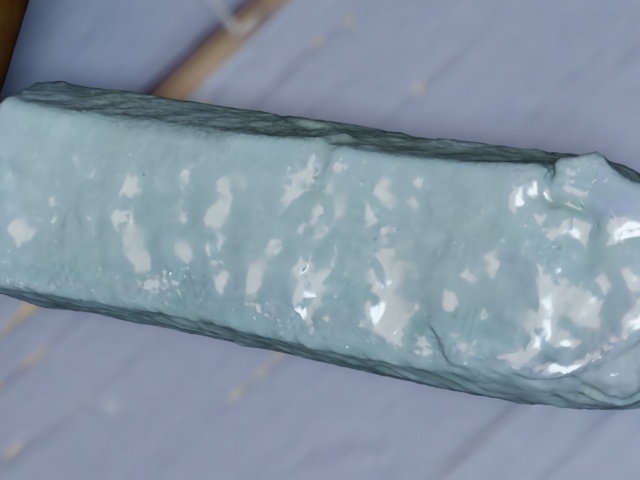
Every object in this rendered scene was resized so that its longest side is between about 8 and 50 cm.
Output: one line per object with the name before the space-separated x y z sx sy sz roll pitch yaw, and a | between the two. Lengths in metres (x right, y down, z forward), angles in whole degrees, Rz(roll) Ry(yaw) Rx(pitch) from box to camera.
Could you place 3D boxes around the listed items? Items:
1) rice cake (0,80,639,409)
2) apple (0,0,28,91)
rice cake | 0.001 0.000 0.492 0.206 0.069 0.063 9 89 22
apple | -0.195 -0.099 0.514 0.261 0.194 0.261 -1 86 20
